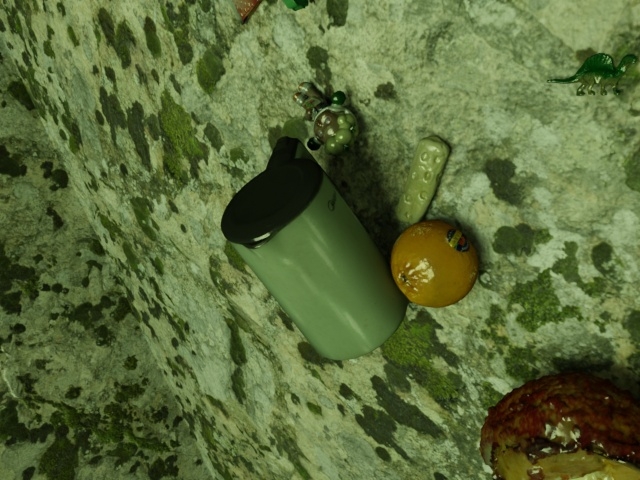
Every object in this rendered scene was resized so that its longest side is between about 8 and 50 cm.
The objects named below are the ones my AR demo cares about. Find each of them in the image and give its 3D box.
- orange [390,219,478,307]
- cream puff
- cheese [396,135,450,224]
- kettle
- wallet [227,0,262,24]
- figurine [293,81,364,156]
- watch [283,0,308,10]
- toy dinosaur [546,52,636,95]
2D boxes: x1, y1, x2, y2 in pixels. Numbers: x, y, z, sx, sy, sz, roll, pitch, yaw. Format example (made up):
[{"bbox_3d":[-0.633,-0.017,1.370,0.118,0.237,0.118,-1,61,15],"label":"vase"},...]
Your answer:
[{"bbox_3d":[0.225,0.047,1.019,0.178,0.155,0.177,19,133,21],"label":"orange"},{"bbox_3d":[0.463,0.376,0.929,0.351,0.228,0.350,9,127,13],"label":"cream puff"},{"bbox_3d":[0.202,-0.115,1.017,0.065,0.043,0.194,37,135,24],"label":"cheese"},{"bbox_3d":[0.000,0.000,1.076,0.250,0.361,0.376,-15,130,27],"label":"kettle"},{"bbox_3d":[-0.198,-0.592,1.126,0.103,0.020,0.196,-27,95,50],"label":"wallet"},{"bbox_3d":[0.008,-0.257,1.081,0.197,0.094,0.147,44,127,16],"label":"figurine"},{"bbox_3d":[-0.025,-0.532,0.939,0.152,0.131,0.165,-19,97,30],"label":"watch"},{"bbox_3d":[0.401,-0.246,0.760,0.120,0.029,0.060,17,110,44],"label":"toy dinosaur"}]
